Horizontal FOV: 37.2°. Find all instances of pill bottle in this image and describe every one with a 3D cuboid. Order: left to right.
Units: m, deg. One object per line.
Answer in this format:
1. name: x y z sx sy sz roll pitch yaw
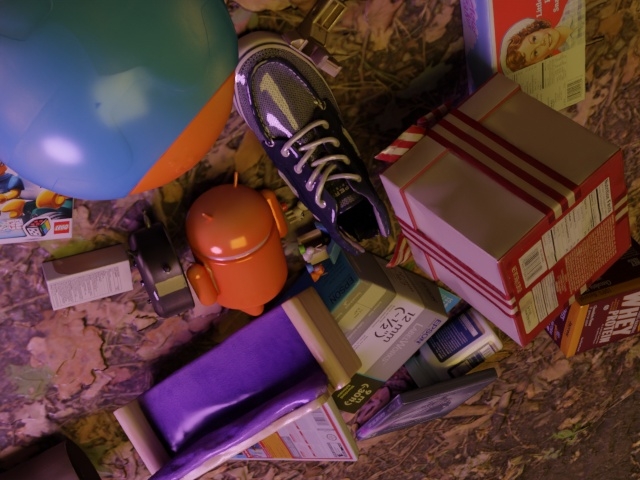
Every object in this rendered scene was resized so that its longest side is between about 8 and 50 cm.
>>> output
1. pill bottle: 0.242 0.205 1.749 0.169 0.094 0.094 -35 137 4

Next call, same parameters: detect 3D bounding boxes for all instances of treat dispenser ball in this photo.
1. treat dispenser ball: -0.228 -0.186 0.985 0.288 0.288 0.288 -16 134 -17

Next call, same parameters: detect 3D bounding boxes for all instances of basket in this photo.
1. basket: -0.467 0.434 1.515 0.226 0.154 0.204 -32 138 -5

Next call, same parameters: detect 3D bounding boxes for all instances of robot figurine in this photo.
1. robot figurine: -0.117 0.008 1.345 0.158 0.128 0.219 -19 136 -6

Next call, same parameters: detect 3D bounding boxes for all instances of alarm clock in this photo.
1. alarm clock: -0.220 0.053 1.326 0.064 0.129 0.192 -23 148 -9

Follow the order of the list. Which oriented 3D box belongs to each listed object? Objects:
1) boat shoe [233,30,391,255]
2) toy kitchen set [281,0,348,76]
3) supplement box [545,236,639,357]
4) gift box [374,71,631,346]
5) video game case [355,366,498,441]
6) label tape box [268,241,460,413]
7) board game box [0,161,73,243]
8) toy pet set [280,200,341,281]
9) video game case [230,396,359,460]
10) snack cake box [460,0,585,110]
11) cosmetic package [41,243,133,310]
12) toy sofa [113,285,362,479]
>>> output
1. boat shoe: -0.002 -0.121 1.267 0.127 0.158 0.340 -36 137 3
2. toy kitchen set: 0.000 -0.266 1.192 0.068 0.083 0.075 24 114 -42
3. supplement box: 0.473 0.074 1.689 0.191 0.194 0.129 -15 134 -18
4. gift box: 0.227 -0.042 1.277 0.276 0.258 0.255 -37 140 -13
5. video game case: 0.193 0.310 1.783 0.196 0.026 0.274 -12 160 -20
6. label tape box: 0.079 0.165 1.607 0.347 0.115 0.249 26 114 -41
7. board game box: -0.448 -0.078 1.128 0.305 0.053 0.193 -7 130 -25
8. toy pet set: 0.000 0.000 1.412 0.065 0.122 0.114 -23 156 1
9. video game case: -0.096 0.313 1.593 0.285 0.025 0.204 -3 140 17
10. snack cake box: 0.283 -0.291 1.328 0.152 0.089 0.264 -23 136 -7
11. cosmetic package: -0.323 0.050 1.324 0.115 0.041 0.060 -14 133 -19
12. toy sofa: -0.133 0.228 1.416 0.362 0.150 0.177 -33 177 20
